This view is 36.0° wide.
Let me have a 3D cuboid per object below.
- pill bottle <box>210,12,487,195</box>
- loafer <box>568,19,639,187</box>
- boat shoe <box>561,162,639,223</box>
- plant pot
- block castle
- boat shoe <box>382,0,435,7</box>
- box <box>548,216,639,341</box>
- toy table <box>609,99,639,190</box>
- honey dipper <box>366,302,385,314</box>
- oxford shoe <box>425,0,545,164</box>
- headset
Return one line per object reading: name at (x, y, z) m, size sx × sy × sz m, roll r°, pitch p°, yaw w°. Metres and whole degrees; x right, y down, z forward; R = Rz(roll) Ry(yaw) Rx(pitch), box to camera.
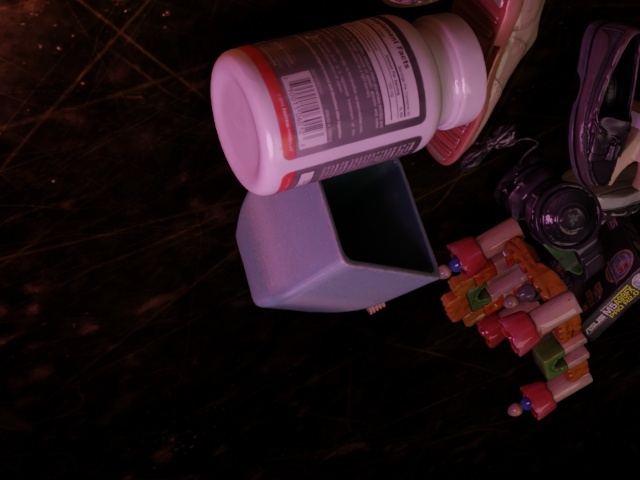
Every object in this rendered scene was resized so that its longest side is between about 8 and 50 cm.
pill bottle at (0.043, -0.207, 1.422) m, size 0.363 × 0.210 × 0.210 m, roll -17°, pitch 144°, yaw -22°
loafer at (0.510, -0.236, 1.746) m, size 0.109 × 0.095 × 0.302 m, roll -11°, pitch 109°, yaw -35°
boat shoe at (0.623, -0.088, 2.132) m, size 0.335 × 0.121 × 0.119 m, roll -5°, pitch 134°, yaw -38°
plant pot at (0.000, 0.000, 1.643) m, size 0.252 × 0.247 × 0.247 m, roll -35°, pitch 151°, yaw 34°
block castle at (0.419, 0.182, 2.156) m, size 0.213 × 0.303 × 0.453 m, roll -30°, pitch 146°, yaw 0°
boat shoe at (0.186, -0.402, 1.406) m, size 0.224 × 0.073 × 0.080 m, roll -24°, pitch 110°, yaw 15°
box at (0.630, 0.064, 2.216) m, size 0.060 × 0.270 × 0.216 m, roll 29°, pitch 119°, yaw -19°
toy table at (0.634, -0.176, 1.941) m, size 0.274 × 0.252 × 0.160 m, roll 10°, pitch 113°, yaw -32°
honey dipper at (0.168, 0.107, 2.106) m, size 0.161 × 0.030 × 0.030 m, roll -29°, pitch 147°, yaw -12°
oxford shoe at (0.272, -0.283, 1.582) m, size 0.147 × 0.140 × 0.397 m, roll -20°, pitch 148°, yaw -31°
headset at (0.410, -0.064, 1.905) m, size 0.185 × 0.243 × 0.394 m, roll -35°, pitch 126°, yaw -2°
